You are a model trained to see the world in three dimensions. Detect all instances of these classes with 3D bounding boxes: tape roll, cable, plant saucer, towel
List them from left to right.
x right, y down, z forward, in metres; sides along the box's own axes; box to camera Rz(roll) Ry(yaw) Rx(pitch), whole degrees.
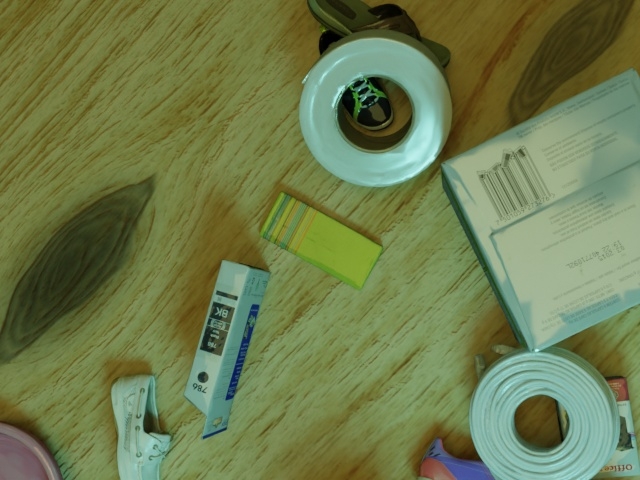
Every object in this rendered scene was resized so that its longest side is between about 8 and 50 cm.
[{"bbox_3d":[-0.662,0.530,1.815,0.332,0.084,0.331,-1,85,11],"label":"plant saucer"},{"bbox_3d":[0.000,0.000,1.774,0.237,0.021,0.102,29,96,10],"label":"towel"},{"bbox_3d":[0.103,-0.248,1.676,0.286,0.100,0.286,3,113,6],"label":"tape roll"},{"bbox_3d":[0.390,0.313,1.571,0.257,0.089,0.256,-1,86,20],"label":"cable"}]

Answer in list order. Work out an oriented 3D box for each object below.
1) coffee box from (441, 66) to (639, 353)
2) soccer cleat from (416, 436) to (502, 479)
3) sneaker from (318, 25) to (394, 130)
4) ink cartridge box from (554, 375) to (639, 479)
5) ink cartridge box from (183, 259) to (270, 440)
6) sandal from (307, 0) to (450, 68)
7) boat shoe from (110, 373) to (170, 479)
[{"bbox_3d":[0.428,-0.037,1.538,0.338,0.334,0.338,-26,83,6],"label":"coffee box"},{"bbox_3d":[0.336,0.459,1.636,0.319,0.108,0.116,17,70,8],"label":"soccer cleat"},{"bbox_3d":[0.057,-0.316,1.749,0.084,0.097,0.234,-35,80,6],"label":"sneaker"},{"bbox_3d":[0.502,0.341,1.625,0.128,0.072,0.175,-9,83,9],"label":"ink cartridge box"},{"bbox_3d":[-0.185,0.206,1.715,0.065,0.165,0.332,14,87,11],"label":"ink cartridge box"},{"bbox_3d":[0.113,-0.412,1.714,0.303,0.086,0.120,30,52,-1],"label":"sandal"},{"bbox_3d":[-0.343,0.399,1.761,0.096,0.098,0.276,-13,82,10],"label":"boat shoe"}]
